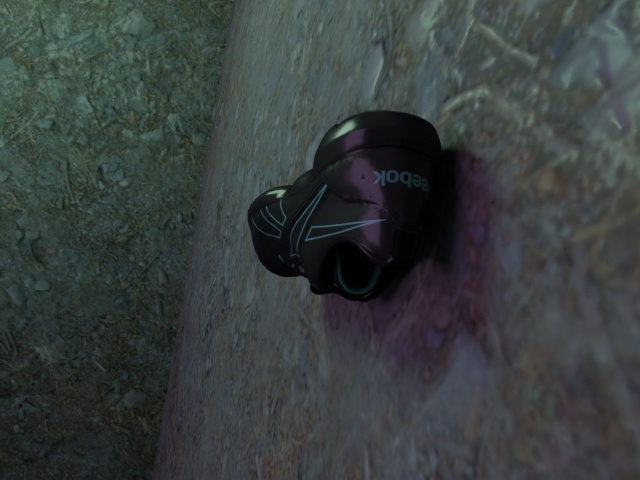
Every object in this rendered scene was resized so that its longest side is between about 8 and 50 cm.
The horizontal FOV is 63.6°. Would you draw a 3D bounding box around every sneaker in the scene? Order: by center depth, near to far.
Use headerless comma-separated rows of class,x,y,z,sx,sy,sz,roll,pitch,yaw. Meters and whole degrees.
sneaker,0.000,0.000,0.424,0.267,0.101,0.106,139,135,-63
